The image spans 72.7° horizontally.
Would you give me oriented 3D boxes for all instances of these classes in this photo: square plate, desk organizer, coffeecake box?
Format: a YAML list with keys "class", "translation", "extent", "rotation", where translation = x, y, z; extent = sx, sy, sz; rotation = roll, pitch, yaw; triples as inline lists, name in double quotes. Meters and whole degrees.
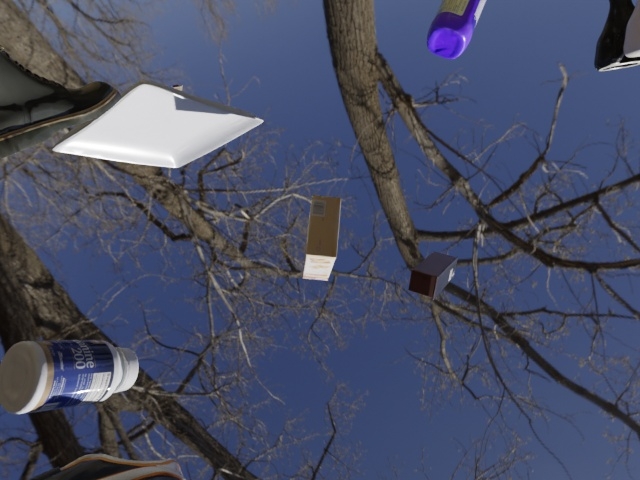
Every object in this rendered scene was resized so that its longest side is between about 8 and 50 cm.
- class: "square plate"
  translation: [-0.371, -0.263, 1.021]
  extent: [0.344, 0.347, 0.049]
  rotation: [-18, -98, 32]
- class: "desk organizer"
  translation: [0.219, 0.063, 0.840]
  extent: [0.050, 0.047, 0.130]
  rotation: [17, -157, 29]
- class: "coffeecake box"
  translation: [0.000, 0.000, 1.016]
  extent: [0.068, 0.185, 0.142]
  rotation: [6, -111, -3]

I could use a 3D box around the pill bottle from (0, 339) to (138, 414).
- class: "pill bottle"
  translation: [-0.254, 0.137, 0.452]
  extent: [0.067, 0.120, 0.067]
  rotation: [-6, -104, 25]

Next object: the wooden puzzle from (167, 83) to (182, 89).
- class: "wooden puzzle"
  translation: [-0.456, -0.461, 1.325]
  extent: [0.079, 0.014, 0.116]
  rotation: [-20, -166, -22]

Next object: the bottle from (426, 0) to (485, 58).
- class: "bottle"
  translation: [0.328, -0.554, 0.966]
  extent: [0.092, 0.118, 0.282]
  rotation: [23, -96, 5]

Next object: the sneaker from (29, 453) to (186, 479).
- class: "sneaker"
  translation: [-0.300, 0.323, 0.462]
  extent: [0.321, 0.126, 0.127]
  rotation: [-4, -166, -16]

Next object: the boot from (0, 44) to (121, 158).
- class: "boot"
  translation: [-0.365, -0.207, 0.557]
  extent: [0.077, 0.137, 0.198]
  rotation: [-1, -146, 29]

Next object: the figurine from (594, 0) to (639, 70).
- class: "figurine"
  translation: [0.599, -0.452, 0.825]
  extent: [0.092, 0.209, 0.215]
  rotation: [-6, -171, 13]
